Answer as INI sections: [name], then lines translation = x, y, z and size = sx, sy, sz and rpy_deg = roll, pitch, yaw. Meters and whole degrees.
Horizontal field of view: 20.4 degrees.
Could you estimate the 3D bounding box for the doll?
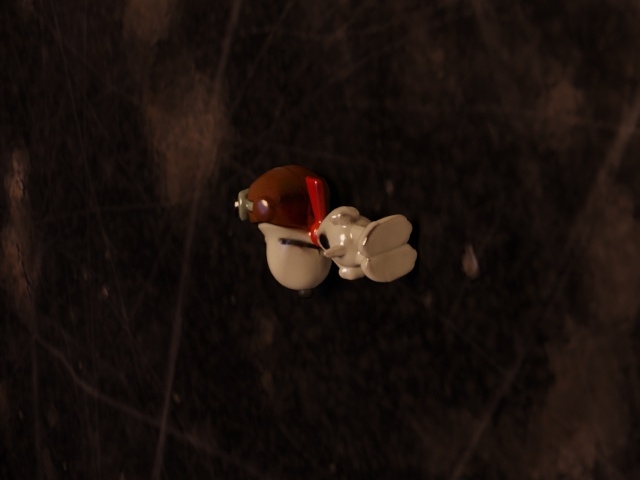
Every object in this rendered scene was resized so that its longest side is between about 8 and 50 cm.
[doll]
translation = 0.000, -0.006, 0.735
size = 0.085, 0.040, 0.058
rpy_deg = -15, 98, 59
